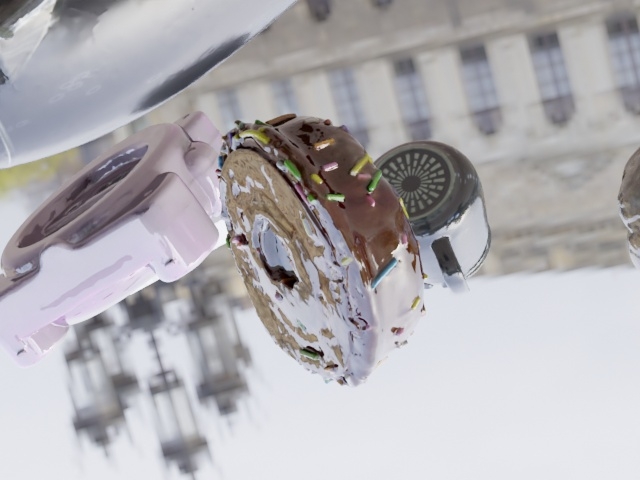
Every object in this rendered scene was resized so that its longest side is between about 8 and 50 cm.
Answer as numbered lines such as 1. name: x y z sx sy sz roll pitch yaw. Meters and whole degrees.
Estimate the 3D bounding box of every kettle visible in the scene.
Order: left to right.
1. kettle: -0.175 -0.158 1.262 0.290 0.207 0.268 -45 -175 -19

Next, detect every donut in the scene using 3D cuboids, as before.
1. donut: 0.000 0.000 1.462 0.089 0.235 0.235 -26 -166 -22

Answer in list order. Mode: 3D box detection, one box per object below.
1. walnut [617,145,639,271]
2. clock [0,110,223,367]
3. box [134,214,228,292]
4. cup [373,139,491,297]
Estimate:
1. walnut: 0.451 -0.038 2.078 0.224 0.224 0.224 -15 -170 3
2. clock: -0.235 -0.016 2.082 0.295 0.113 0.322 -31 -163 21
3. box: -0.196 0.010 2.395 0.154 0.040 0.084 -29 159 -7
4. cup: 0.151 -0.012 2.453 0.169 0.223 0.176 -22 145 3
